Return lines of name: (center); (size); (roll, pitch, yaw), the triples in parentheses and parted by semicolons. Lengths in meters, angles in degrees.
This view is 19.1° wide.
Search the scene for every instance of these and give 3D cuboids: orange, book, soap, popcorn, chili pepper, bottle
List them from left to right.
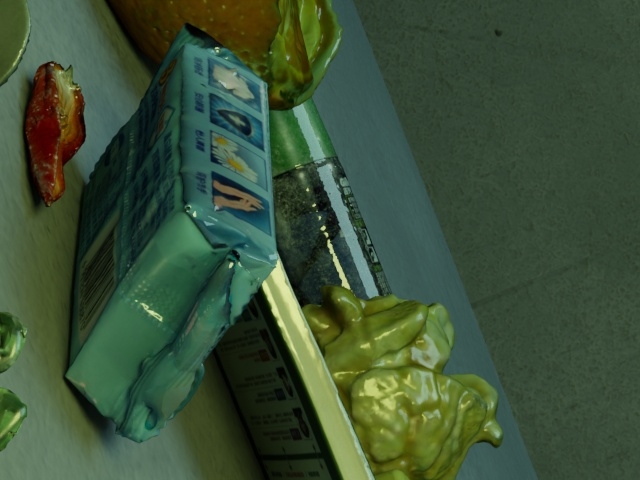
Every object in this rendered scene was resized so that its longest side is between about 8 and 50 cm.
chili pepper: (-0.176, -0.066, 1.250); (0.045, 0.027, 0.178); (55, 15, -34)
soap: (-0.094, -0.008, 1.204); (0.077, 0.156, 0.293); (27, 28, -19)
orange: (-0.094, -0.265, 1.626); (0.334, 0.196, 0.262); (62, 26, -9)
book: (-0.035, 0.098, 1.377); (0.264, 0.027, 0.202); (68, -19, -1)
bottle: (0.000, 0.000, 1.812); (0.093, 0.093, 0.330); (7, 61, -78)
popcorn: (0.046, 0.123, 1.586); (0.185, 0.167, 0.187); (35, 30, -62)

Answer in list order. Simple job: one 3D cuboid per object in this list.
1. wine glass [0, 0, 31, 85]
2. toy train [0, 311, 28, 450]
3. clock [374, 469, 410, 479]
wine glass: (-0.231, -0.144, 0.969); (0.202, 0.093, 0.093); (46, 24, -63)
toy train: (-0.172, 0.098, 0.807); (0.060, 0.081, 0.202); (55, 23, -47)
clock: (0.058, 0.296, 1.483); (0.143, 0.096, 0.202); (60, 13, -44)
